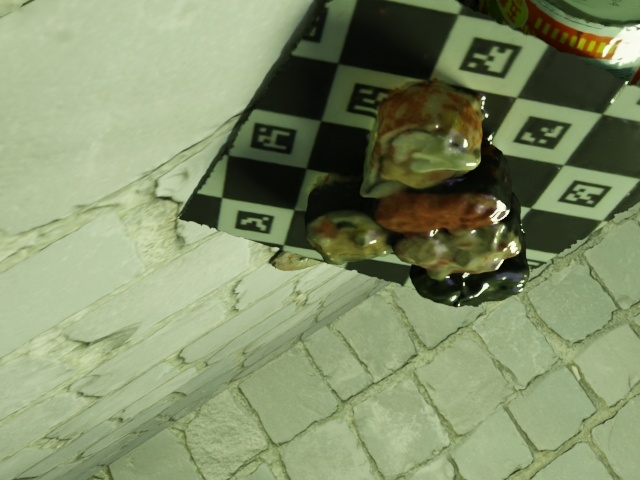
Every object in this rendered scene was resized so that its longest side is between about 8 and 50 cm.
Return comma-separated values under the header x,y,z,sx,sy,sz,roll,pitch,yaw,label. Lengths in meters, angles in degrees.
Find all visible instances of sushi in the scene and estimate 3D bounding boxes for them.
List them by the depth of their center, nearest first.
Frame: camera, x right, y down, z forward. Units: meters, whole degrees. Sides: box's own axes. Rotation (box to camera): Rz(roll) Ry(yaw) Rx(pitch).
x,y,z,sx,sy,sz,roll,pitch,yaw,label
0.086,-0.017,0.641,0.319,0.069,0.339,18,147,-21,sushi

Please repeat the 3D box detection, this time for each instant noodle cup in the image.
x,y,z,sx,sy,sz,roll,pitch,yaw,label
0.179,-0.151,0.627,0.193,0.193,0.212,-31,162,-14,instant noodle cup

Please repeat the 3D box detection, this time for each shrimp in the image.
x,y,z,sx,sy,sz,roll,pitch,yaw,label
0.000,0.000,1.147,0.126,0.048,0.223,-18,166,-23,shrimp
